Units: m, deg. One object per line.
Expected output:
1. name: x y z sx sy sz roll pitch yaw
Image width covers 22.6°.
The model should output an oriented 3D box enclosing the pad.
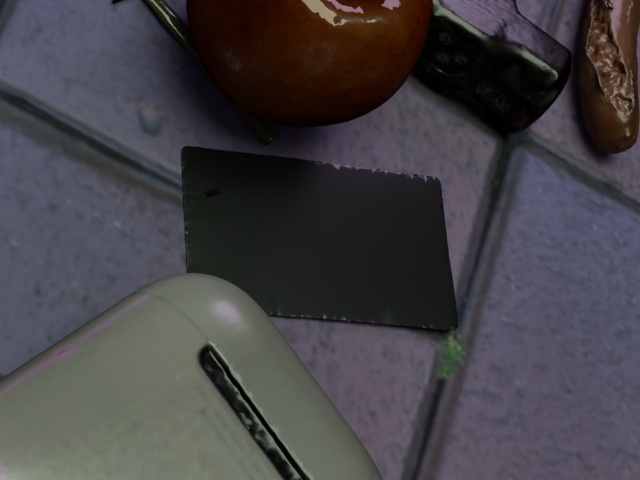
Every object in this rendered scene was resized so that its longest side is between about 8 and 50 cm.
1. pad: 0.000 0.000 1.455 0.265 0.009 0.159 6 65 -24

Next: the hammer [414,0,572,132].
1. hammer: 0.199 -0.314 1.658 0.242 0.095 0.408 38 53 -7

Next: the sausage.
1. sausage: 0.312 -0.228 1.685 0.078 0.078 0.304 22 62 -18

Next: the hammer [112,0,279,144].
1. hammer: -0.110 -0.165 1.469 0.199 0.013 0.062 50 55 2

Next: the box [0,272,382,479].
1. box: -0.129 0.202 1.209 0.349 0.141 0.288 -34 84 -35

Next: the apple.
1. apple: -0.009 -0.208 1.411 0.218 0.201 0.218 8 72 -26
